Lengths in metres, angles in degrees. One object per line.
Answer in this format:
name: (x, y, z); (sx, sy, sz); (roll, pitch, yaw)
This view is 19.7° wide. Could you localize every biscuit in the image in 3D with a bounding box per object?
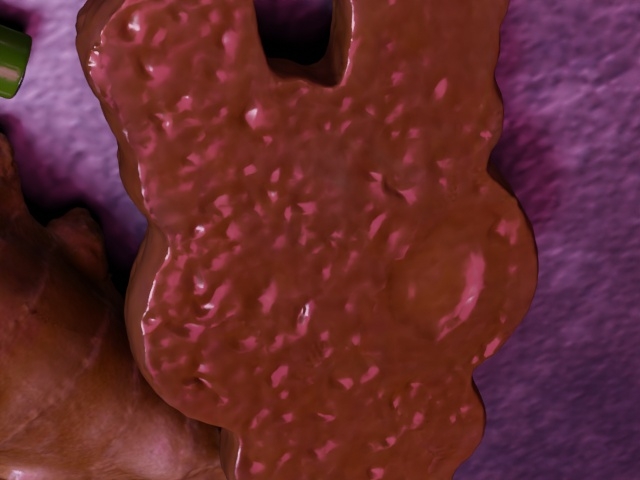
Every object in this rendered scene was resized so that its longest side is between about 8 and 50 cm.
biscuit: (0.003, 0.000, 0.613); (0.144, 0.040, 0.236); (-11, 120, -7)

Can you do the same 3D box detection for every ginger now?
ginger: (-0.108, 0.034, 0.630); (0.081, 0.115, 0.205); (-27, 155, 35)

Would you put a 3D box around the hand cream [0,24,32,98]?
hand cream: (-0.150, -0.072, 0.569); (0.122, 0.023, 0.036); (17, 137, -19)
